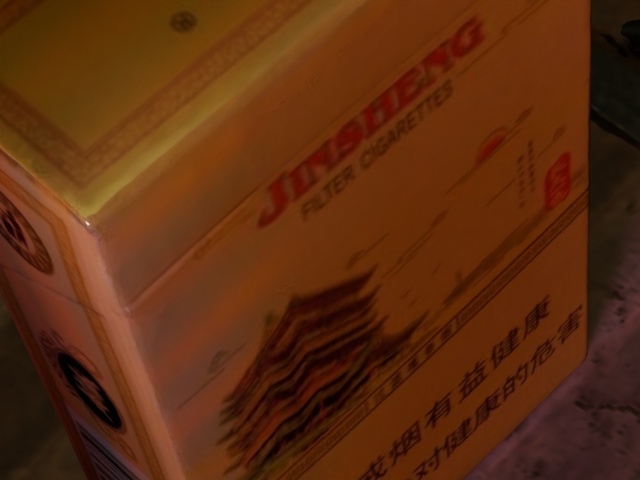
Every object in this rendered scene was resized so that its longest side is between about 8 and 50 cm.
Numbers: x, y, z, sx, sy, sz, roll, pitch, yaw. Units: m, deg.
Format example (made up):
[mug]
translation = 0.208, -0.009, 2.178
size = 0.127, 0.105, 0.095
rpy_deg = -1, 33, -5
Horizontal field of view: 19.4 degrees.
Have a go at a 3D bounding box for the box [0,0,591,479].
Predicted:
[box]
translation = 0.000, 0.000, 0.559
size = 0.076, 0.274, 0.174
rpy_deg = 37, 67, 27

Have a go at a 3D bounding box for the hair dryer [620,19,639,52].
[hair dryer]
translation = 0.242, -0.093, 0.716
size = 0.248, 0.078, 0.195
rpy_deg = 4, 28, 31
